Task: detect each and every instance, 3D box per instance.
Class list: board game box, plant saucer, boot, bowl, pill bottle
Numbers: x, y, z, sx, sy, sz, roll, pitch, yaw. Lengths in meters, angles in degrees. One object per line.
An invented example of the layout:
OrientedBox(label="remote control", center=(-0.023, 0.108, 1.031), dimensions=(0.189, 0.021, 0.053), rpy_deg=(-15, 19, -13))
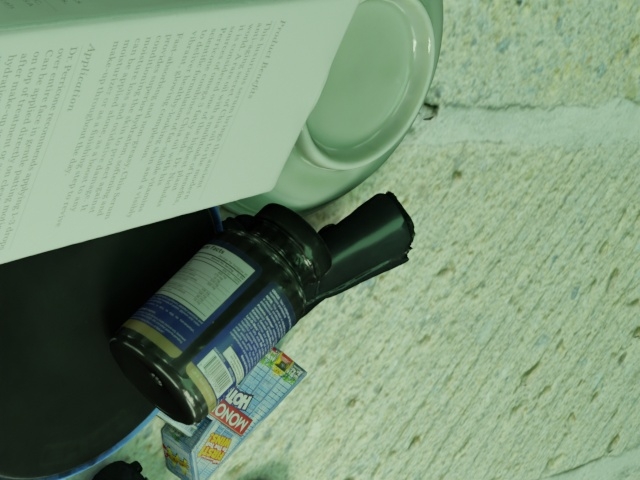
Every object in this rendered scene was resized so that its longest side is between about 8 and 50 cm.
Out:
OrientedBox(label="board game box", center=(-0.131, 0.186, 1.720), dimensions=(0.194, 0.060, 0.194), rpy_deg=(-55, 142, -8))
OrientedBox(label="plant saucer", center=(0.021, -0.193, 1.620), dimensions=(0.400, 0.100, 0.400), rpy_deg=(-26, 130, -36))
OrientedBox(label="boot", center=(0.000, 0.000, 1.657), dimensions=(0.207, 0.094, 0.246), rpy_deg=(-31, 154, -7))
OrientedBox(label="bowl", center=(-0.247, 0.067, 1.436), dimensions=(0.391, 0.077, 0.391), rpy_deg=(-31, 136, -36))
OrientedBox(label="pill bottle", center=(-0.093, 0.068, 1.455), dimensions=(0.219, 0.123, 0.123), rpy_deg=(-45, 139, -23))

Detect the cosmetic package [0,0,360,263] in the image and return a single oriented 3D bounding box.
OrientedBox(label="cosmetic package", center=(-0.189, -0.136, 1.199), dimensions=(0.453, 0.161, 0.230), rpy_deg=(-17, 141, -51))

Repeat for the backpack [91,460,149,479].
OrientedBox(label="backpack", center=(-0.210, 0.360, 1.667), dimensions=(0.152, 0.115, 0.182), rpy_deg=(-44, 117, -12))
